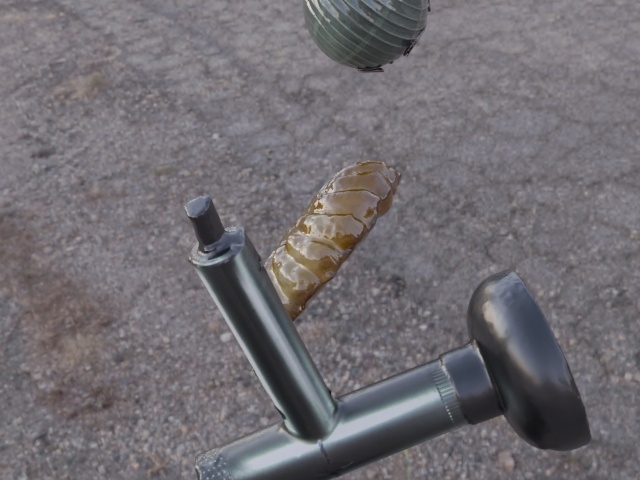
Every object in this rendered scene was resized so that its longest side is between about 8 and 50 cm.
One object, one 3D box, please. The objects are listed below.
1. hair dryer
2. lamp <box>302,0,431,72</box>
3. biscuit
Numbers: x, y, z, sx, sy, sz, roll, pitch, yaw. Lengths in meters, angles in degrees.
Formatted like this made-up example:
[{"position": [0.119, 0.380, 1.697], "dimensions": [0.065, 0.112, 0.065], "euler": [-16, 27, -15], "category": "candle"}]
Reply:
[{"position": [0.035, 0.092, 0.571], "dimensions": [0.320, 0.284, 0.155], "euler": [-16, 46, -2], "category": "hair dryer"}, {"position": [0.077, -0.416, 1.320], "dimensions": [0.233, 0.233, 0.265], "euler": [-3, 43, 8], "category": "lamp"}, {"position": [0.000, 0.000, 1.190], "dimensions": [0.107, 0.326, 0.326], "euler": [36, 40, -1], "category": "biscuit"}]
